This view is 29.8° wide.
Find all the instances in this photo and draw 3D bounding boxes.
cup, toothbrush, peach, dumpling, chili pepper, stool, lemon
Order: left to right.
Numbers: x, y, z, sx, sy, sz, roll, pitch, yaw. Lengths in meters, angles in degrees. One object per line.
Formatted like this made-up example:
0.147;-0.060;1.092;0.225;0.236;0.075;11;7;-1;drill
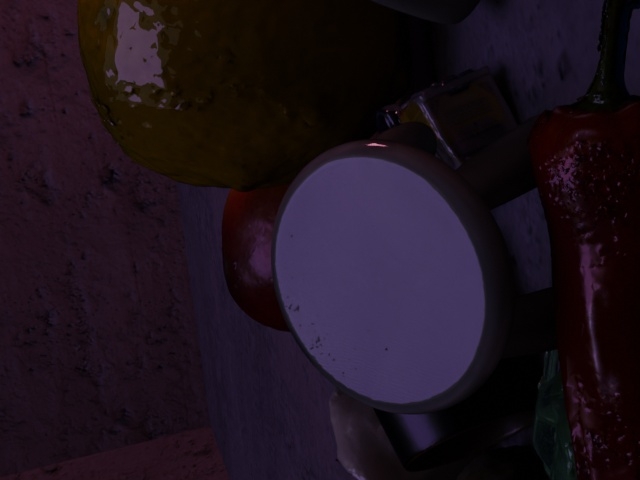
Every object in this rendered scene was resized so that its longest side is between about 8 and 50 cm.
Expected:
-0.081;-0.232;1.234;0.350;0.349;0.387;118;148;-70;lemon
0.000;0.000;1.458;0.249;0.245;0.274;52;160;-13;peach
0.087;0.203;1.294;0.132;0.162;0.250;-48;42;35;dumpling
0.110;-0.124;1.213;0.029;0.024;0.354;-147;46;-62;toothbrush
0.092;0.005;0.894;0.195;0.198;0.195;-2;104;36;stool
0.134;0.111;1.161;0.166;0.239;0.177;-36;66;30;cup
0.198;0.022;0.786;0.110;0.110;0.388;-153;55;-73;chili pepper

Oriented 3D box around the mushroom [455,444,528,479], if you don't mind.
0.188;0.350;1.084;0.247;0.130;0.344;87;164;-50;mushroom

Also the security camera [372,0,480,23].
0.000;-0.265;0.979;0.080;0.301;0.157;-55;34;32;security camera

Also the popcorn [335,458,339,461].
0.070;0.306;1.716;0.084;0.084;0.084;168;90;-77;popcorn

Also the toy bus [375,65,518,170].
0.095;-0.072;1.136;0.106;0.092;0.268;62;158;8;toy bus

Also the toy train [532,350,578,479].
0.196;0.137;0.913;0.149;0.081;0.099;-59;-25;-52;toy train
